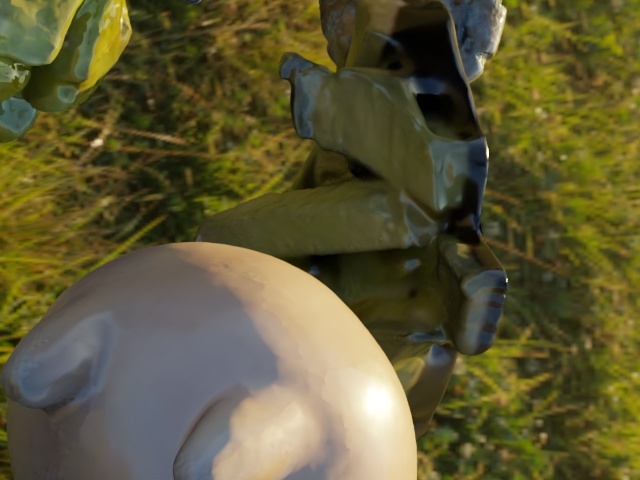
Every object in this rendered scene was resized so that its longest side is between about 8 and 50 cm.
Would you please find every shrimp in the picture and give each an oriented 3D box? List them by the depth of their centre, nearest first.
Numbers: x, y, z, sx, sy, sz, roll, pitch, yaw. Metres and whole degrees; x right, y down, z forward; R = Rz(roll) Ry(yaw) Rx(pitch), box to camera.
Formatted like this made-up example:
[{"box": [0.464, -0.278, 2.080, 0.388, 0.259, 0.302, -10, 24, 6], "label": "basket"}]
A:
[{"box": [0.091, -0.360, 1.746, 0.110, 0.221, 0.445, 35, 43, -62], "label": "shrimp"}]

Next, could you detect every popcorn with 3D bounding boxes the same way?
[{"box": [-0.237, -0.204, 1.004, 0.225, 0.277, 0.276, 32, 66, -63], "label": "popcorn"}]

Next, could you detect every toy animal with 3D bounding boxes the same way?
[{"box": [-0.052, 0.116, 0.527, 0.154, 0.166, 0.250, -29, 141, -52], "label": "toy animal"}]

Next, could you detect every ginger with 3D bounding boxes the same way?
[{"box": [0.000, 0.000, 1.184, 0.211, 0.358, 0.413, 0, 74, -11], "label": "ginger"}]

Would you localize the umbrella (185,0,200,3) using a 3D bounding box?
[{"box": [-0.274, -0.351, 1.862, 0.269, 0.044, 0.044, 19, 73, -16], "label": "umbrella"}]
